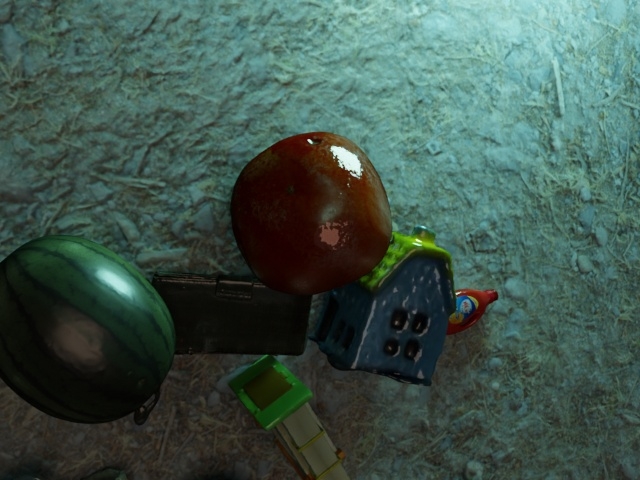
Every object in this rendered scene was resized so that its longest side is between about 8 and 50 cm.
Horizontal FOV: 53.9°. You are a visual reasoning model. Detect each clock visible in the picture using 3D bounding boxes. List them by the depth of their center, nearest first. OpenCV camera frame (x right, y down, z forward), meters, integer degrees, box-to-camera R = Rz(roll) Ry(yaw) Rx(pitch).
[{"bbox_3d":[-0.049,0.382,1.241,0.106,0.219,0.255,-34,111,-16],"label":"clock"}]

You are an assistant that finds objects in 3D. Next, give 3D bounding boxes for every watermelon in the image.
[{"bbox_3d":[-0.398,0.160,1.066,0.359,0.279,0.279,45,78,-15],"label":"watermelon"}]

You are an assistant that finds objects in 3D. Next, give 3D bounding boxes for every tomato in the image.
[{"bbox_3d":[-0.030,-0.068,1.170,0.338,0.144,0.339,-5,67,11],"label":"tomato"}]

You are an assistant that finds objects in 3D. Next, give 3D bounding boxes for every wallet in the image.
[{"bbox_3d":[-0.175,0.149,1.247,0.316,0.044,0.169,3,105,-14],"label":"wallet"}]

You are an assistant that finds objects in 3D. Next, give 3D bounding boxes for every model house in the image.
[{"bbox_3d":[0.141,0.111,1.260,0.215,0.237,0.304,19,94,-19],"label":"model house"}]

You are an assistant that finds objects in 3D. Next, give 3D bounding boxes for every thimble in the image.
[{"bbox_3d":[-0.410,0.491,1.173,0.115,0.102,0.090,-27,103,-46],"label":"thimble"}]

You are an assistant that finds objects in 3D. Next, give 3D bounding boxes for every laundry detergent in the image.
[{"bbox_3d":[0.339,0.155,1.450,0.165,0.049,0.098,-16,105,-19],"label":"laundry detergent"}]

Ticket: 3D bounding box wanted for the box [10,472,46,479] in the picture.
[{"bbox_3d":[-0.558,0.521,1.086,0.226,0.130,0.162,-24,101,7],"label":"box"}]
